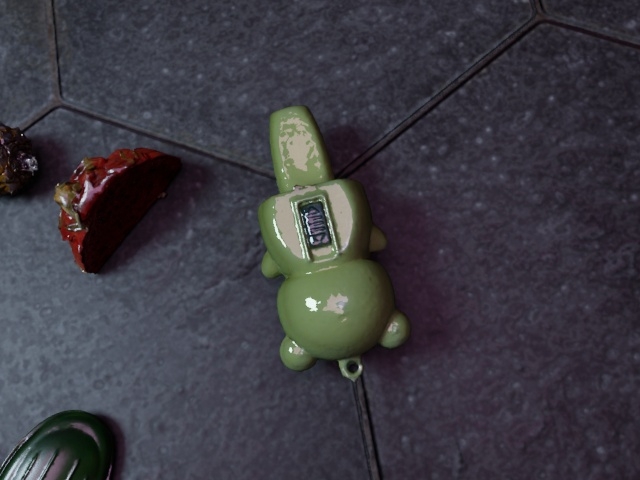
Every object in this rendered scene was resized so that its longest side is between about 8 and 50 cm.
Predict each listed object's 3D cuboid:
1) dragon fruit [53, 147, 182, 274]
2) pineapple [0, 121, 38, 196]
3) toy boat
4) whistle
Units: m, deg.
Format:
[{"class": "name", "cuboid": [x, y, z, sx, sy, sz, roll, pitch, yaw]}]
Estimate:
[{"class": "dragon fruit", "cuboid": [-0.231, -0.055, 0.702, 0.083, 0.106, 0.162, 40, 84, 12]}, {"class": "pineapple", "cuboid": [-0.412, -0.085, 0.730, 0.221, 0.083, 0.103, 2, 75, 6]}, {"class": "toy boat", "cuboid": [-0.278, 0.267, 0.651, 0.104, 0.052, 0.210, 28, 78, -7]}, {"class": "whistle", "cuboid": [0.000, 0.000, 0.675, 0.131, 0.106, 0.288, -14, 77, 2]}]
